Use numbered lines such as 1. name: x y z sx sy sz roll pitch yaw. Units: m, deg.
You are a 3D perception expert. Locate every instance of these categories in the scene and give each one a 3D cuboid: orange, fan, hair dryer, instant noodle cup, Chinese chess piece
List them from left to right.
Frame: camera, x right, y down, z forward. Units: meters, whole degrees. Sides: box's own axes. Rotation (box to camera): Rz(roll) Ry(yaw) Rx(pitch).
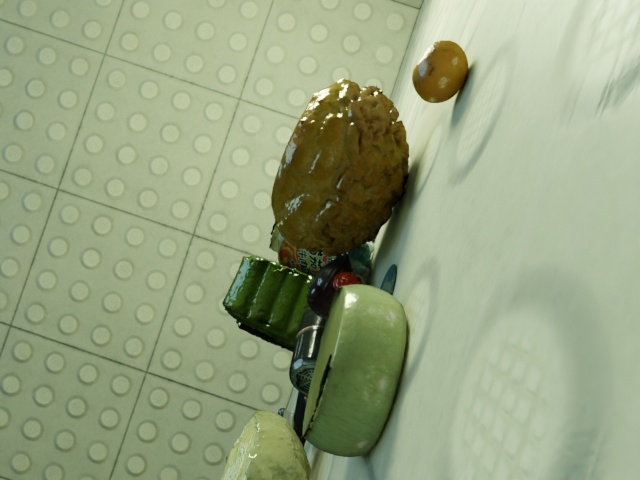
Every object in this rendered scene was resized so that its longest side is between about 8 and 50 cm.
1. hair dryer: -0.020 0.334 0.981 0.189 0.107 0.352 -74 -6 -61
2. instant noodle cup: 0.000 0.000 1.299 0.264 0.200 0.264 10 -90 -77
3. Chinese chess piece: 0.037 0.145 0.511 0.188 0.083 0.189 -163 90 -88
4. fan: 0.084 0.119 0.674 0.113 0.005 0.175 99 -170 -86
5. orange: 0.168 -0.234 0.623 0.083 0.070 0.083 -55 -2 -3

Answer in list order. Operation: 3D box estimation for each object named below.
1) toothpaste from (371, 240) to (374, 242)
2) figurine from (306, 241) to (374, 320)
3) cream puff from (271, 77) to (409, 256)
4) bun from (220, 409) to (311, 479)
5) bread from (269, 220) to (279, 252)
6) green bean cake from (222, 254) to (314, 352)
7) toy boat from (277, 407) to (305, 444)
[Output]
1. toothpaste: 0.117 -0.015 1.167 0.196 0.040 0.047 96 -166 -84
2. figurine: 0.055 0.066 0.943 0.245 0.110 0.138 -57 -9 -55
3. cream puff: 0.051 -0.130 0.866 0.327 0.231 0.343 111 -178 -49
4. bun: -0.099 0.443 0.786 0.259 0.152 0.259 -61 9 17
5. bread: -0.007 -0.059 1.541 0.346 0.404 0.242 -58 16 25
6. green bean cake: -0.107 0.196 1.278 0.319 0.335 0.218 87 -158 -76
7. toy boat: -0.115 0.557 1.158 0.114 0.115 0.262 -69 -2 -81
